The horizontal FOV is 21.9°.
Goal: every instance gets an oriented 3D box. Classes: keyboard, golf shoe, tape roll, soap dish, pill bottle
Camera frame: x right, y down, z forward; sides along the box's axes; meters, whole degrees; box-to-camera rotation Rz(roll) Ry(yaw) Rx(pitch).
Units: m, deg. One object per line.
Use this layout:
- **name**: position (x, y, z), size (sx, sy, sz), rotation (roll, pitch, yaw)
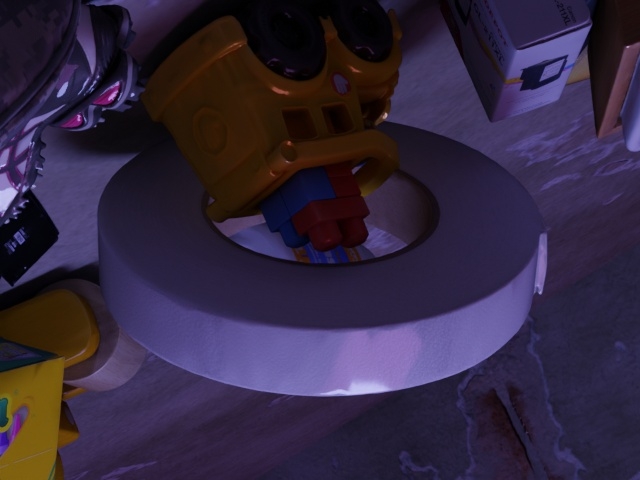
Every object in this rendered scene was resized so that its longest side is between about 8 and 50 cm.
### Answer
- **keyboard**: position (-0.309, -0.004, 1.584), size (0.100, 0.038, 0.192), rotation (-46, 168, -10)
- **golf shoe**: position (-0.251, -0.093, 1.230), size (0.120, 0.105, 0.273), rotation (12, 138, -42)
- **tape roll**: position (0.000, 0.000, 1.451), size (0.392, 0.392, 0.072), rotation (-17, 124, -29)
- **soap dish**: position (0.371, -0.204, 1.436), size (0.291, 0.118, 0.229), rotation (-24, 165, -3)
- **pill bottle**: position (-0.031, 0.052, 1.987), size (0.152, 0.152, 0.272), rotation (-31, 165, 25)

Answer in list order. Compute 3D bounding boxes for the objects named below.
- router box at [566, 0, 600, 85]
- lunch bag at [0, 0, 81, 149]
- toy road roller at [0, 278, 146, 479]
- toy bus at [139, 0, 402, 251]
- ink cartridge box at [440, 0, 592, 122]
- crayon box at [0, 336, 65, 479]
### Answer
- **router box**: position (0.306, -0.254, 1.558), size (0.243, 0.081, 0.309), rotation (-18, 165, -25)
- **lunch bag**: position (-0.298, -0.070, 0.960), size (0.305, 0.212, 0.256), rotation (-34, 180, 44)
- **toy road roller**: position (-0.337, 0.210, 1.866), size (0.330, 0.240, 0.202), rotation (-25, 168, 4)
- **toy bus**: position (-0.007, -0.087, 1.386), size (0.220, 0.211, 0.149), rotation (-13, 161, -44)
- **ink cartridge box**: position (0.166, -0.197, 1.438), size (0.072, 0.127, 0.175), rotation (-20, 165, -6)
- **crayon box**: position (-0.414, 0.278, 1.587), size (0.106, 0.313, 0.363), rotation (16, -164, 32)
